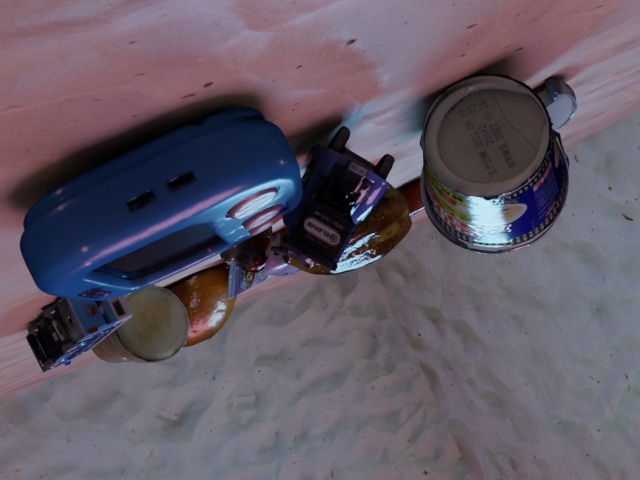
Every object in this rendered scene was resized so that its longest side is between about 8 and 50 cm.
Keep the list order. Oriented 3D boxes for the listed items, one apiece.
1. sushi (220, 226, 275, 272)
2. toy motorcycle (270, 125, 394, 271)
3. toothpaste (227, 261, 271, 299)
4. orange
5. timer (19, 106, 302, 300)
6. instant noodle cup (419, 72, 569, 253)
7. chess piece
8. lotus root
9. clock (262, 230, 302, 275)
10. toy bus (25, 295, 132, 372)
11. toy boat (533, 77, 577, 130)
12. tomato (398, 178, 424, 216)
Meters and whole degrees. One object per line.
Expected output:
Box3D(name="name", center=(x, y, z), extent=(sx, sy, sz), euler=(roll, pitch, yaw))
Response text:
Box3D(name="sushi", center=(-0.119, -0.026, 1.153), extent=(0.103, 0.097, 0.226), euler=(9, -157, -19))
Box3D(name="toy motorcycle", center=(0.006, -0.053, 1.186), extent=(0.212, 0.125, 0.358), euler=(-60, -176, -2))
Box3D(name="toothpaste", center=(-0.196, 0.086, 2.071), extent=(0.073, 0.114, 0.299), euler=(7, -176, 11))
Box3D(name="orange", center=(-0.367, 0.163, 2.073), extent=(0.310, 0.274, 0.274), euler=(-55, 175, -3))
Box3D(name="timer", center=(-0.174, -0.034, 0.906), extent=(0.309, 0.115, 0.340), euler=(-27, 174, -3))
Box3D(name="instant noodle cup", center=(0.285, -0.136, 1.288), extent=(0.284, 0.284, 0.312), euler=(-25, 166, 10))
Box3D(name="chess piece", center=(-0.463, 0.220, 1.851), extent=(0.182, 0.182, 0.330), euler=(-20, 179, -36))
Box3D(name="lotus root", center=(0.043, -0.032, 1.645), extent=(0.291, 0.193, 0.193), euler=(-25, 175, -16))
Box3D(name="clock", center=(0.000, 0.000, 1.972), extent=(0.322, 0.113, 0.295), euler=(-24, 175, 5))
Box3D(name="toy bus", center=(-0.501, 0.177, 1.569), extent=(0.131, 0.106, 0.297), euler=(-25, 175, -39))
Box3D(name="toy boat", center=(0.450, -0.278, 1.574), extent=(0.134, 0.078, 0.208), euler=(-35, 160, 20))
Box3D(name="tomato", center=(0.260, -0.116, 2.122), extent=(0.174, 0.082, 0.166), euler=(-29, 178, 1))
